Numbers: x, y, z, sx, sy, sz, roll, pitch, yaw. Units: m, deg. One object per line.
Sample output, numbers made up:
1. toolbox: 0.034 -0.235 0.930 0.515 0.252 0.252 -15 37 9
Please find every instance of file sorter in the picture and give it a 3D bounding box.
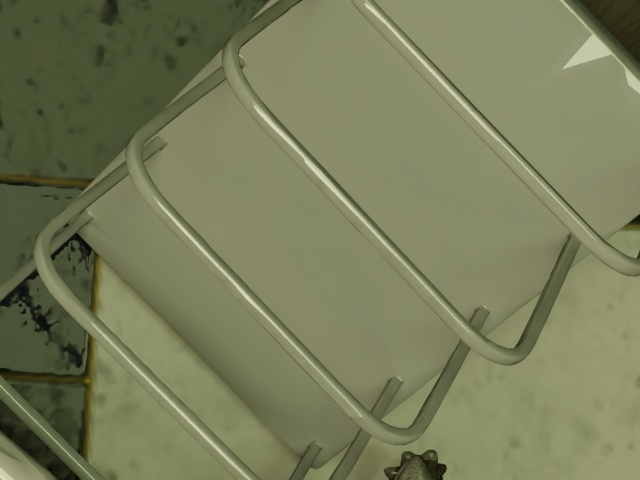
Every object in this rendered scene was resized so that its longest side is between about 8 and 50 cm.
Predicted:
1. file sorter: 0.000 0.000 0.758 0.193 0.173 0.277 46 119 -4

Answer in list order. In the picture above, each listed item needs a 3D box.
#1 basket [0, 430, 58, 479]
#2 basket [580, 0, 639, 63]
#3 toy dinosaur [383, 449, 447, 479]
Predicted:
1. basket: -0.173 0.272 0.723 0.328 0.266 0.331 42 79 -6
2. basket: 0.161 -0.154 0.886 0.227 0.154 0.204 -43 96 -15
3. toy dinosaur: 0.059 0.213 0.820 0.121 0.160 0.313 -23 124 11
